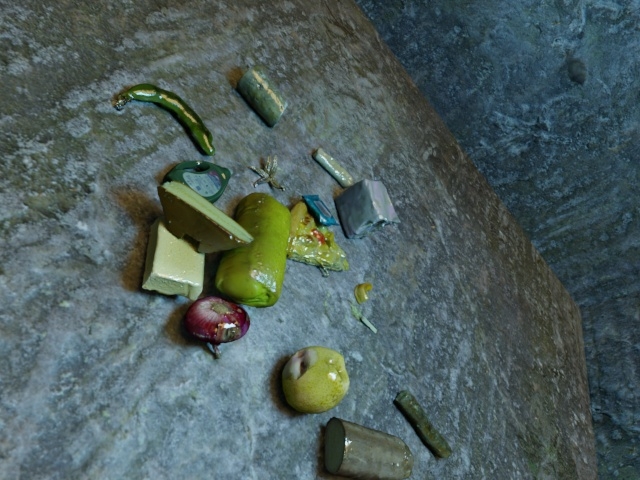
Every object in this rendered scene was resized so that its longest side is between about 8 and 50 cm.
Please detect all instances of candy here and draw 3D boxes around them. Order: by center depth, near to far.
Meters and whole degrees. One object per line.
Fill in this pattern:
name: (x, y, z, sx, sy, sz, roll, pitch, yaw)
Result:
candy: (0.169, -0.118, 1.554, 0.137, 0.185, 0.195, 7, 61, -49)

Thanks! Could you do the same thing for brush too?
brush: (0.162, 0.284, 1.415, 0.083, 0.013, 0.016, 46, 45, -26)

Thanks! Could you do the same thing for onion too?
onion: (-0.243, 0.211, 0.979, 0.150, 0.140, 0.150, 12, 19, -4)

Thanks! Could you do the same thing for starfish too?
starfish: (-0.166, -0.202, 1.369, 0.133, 0.041, 0.130, -42, 93, -24)

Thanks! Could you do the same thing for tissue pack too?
tissue pack: (0.000, -0.097, 1.384, 0.085, 0.028, 0.138, -6, 58, -52)

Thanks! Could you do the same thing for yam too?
yam: (0.120, 0.555, 1.105, 0.238, 0.128, 0.129, 26, 83, -27)
yam: (0.331, 0.593, 1.355, 0.253, 0.061, 0.061, 54, 39, -6)
yam: (-0.196, -0.502, 1.482, 0.194, 0.107, 0.107, 49, 40, -11)

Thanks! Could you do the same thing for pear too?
pear: (-0.010, 0.350, 1.070, 0.178, 0.178, 0.178, 26, 49, -33)

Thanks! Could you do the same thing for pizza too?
pizza: (0.000, 0.000, 1.381, 0.288, 0.075, 0.280, 36, 44, -23)

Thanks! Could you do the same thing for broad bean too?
broad bean: (-0.420, -0.354, 1.200, 0.292, 0.049, 0.144, 26, 55, -30)

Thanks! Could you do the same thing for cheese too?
cheese: (0.051, -0.283, 1.647, 0.194, 0.043, 0.065, 41, 43, -19)

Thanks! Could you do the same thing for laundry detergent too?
laundry detergent: (-0.322, -0.167, 1.164, 0.137, 0.063, 0.211, 48, 39, -2)

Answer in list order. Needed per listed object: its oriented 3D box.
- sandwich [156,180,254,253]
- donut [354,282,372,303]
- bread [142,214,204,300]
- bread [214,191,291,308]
sandwich: (-0.279, -0.040, 0.997, 0.244, 0.088, 0.090, 36, 24, -11)
donut: (0.155, 0.177, 1.458, 0.083, 0.038, 0.067, -4, 66, -46)
bread: (-0.337, 0.039, 0.982, 0.125, 0.068, 0.188, 22, 40, -33)
bread: (-0.162, 0.005, 1.123, 0.166, 0.112, 0.383, 21, 39, -15)
